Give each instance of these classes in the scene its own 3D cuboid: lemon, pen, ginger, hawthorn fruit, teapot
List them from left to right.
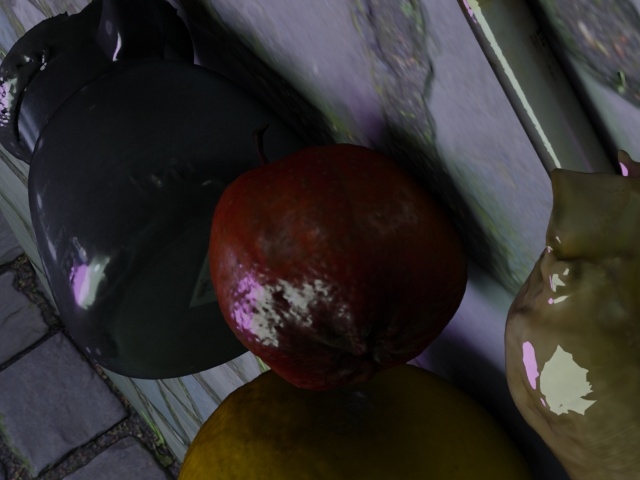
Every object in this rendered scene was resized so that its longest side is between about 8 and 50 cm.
[{"bbox_3d":[-0.145,-0.082,1.286,0.285,0.223,0.305,54,171,34],"label":"teapot"},{"bbox_3d":[0.000,0.000,1.114,0.194,0.157,0.157,59,170,32],"label":"hawthorn fruit"},{"bbox_3d":[0.028,0.224,1.273,0.297,0.297,0.297,51,166,18],"label":"lemon"},{"bbox_3d":[0.110,-0.064,0.830,0.233,0.032,0.040,60,-171,-16],"label":"pen"},{"bbox_3d":[0.169,0.070,0.732,0.267,0.138,0.152,45,154,-11],"label":"ginger"}]
